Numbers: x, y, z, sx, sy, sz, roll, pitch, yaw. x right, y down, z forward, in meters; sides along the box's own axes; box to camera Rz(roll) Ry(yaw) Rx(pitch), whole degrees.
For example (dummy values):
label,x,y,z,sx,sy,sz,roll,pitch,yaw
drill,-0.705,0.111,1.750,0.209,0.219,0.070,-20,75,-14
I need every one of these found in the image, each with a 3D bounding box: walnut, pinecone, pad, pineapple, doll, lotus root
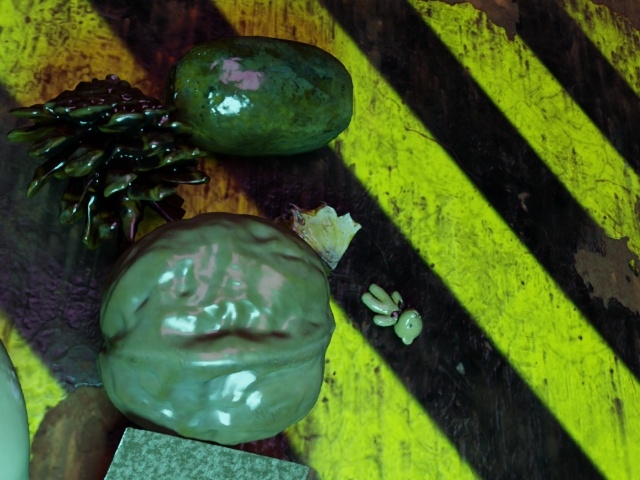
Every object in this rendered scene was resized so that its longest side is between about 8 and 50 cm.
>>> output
label,x,y,z,sx,sy,sz,roll,pitch,yaw
walnut,-0.113,0.099,0.794,0.273,0.227,0.273,7,68,-18
pinecone,-0.243,-0.087,0.828,0.202,0.229,0.201,-34,114,-33
pad,-0.131,0.293,0.751,0.235,0.003,0.158,24,88,-34
pineapple,0.000,0.000,0.985,0.137,0.069,0.116,-3,69,-28
doll,0.102,0.105,1.012,0.093,0.051,0.061,27,55,22
lotus root,-0.081,-0.200,0.987,0.275,0.152,0.160,-5,79,-25

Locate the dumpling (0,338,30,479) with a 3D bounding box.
label,x,y,z,sx,sy,sz,roll,pitch,yaw
dumpling,-0.433,0.195,0.652,0.315,0.233,0.395,-28,96,0
